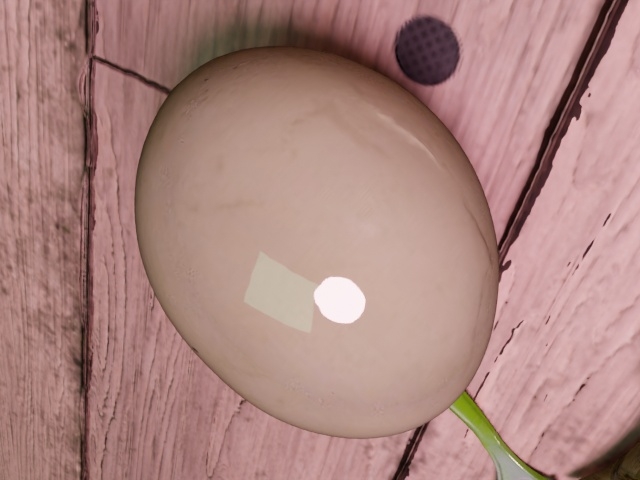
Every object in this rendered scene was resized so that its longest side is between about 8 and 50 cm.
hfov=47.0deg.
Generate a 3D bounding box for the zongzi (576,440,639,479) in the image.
[{"bbox_3d":[0.234,0.161,0.544,0.113,0.052,0.103,11,116,43],"label":"zongzi"}]

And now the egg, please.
[{"bbox_3d":[0.000,0.000,0.482,0.219,0.219,0.269,-29,103,41],"label":"egg"}]

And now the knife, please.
[{"bbox_3d":[0.135,0.168,0.623,0.078,0.022,0.166,-33,99,35],"label":"knife"}]
